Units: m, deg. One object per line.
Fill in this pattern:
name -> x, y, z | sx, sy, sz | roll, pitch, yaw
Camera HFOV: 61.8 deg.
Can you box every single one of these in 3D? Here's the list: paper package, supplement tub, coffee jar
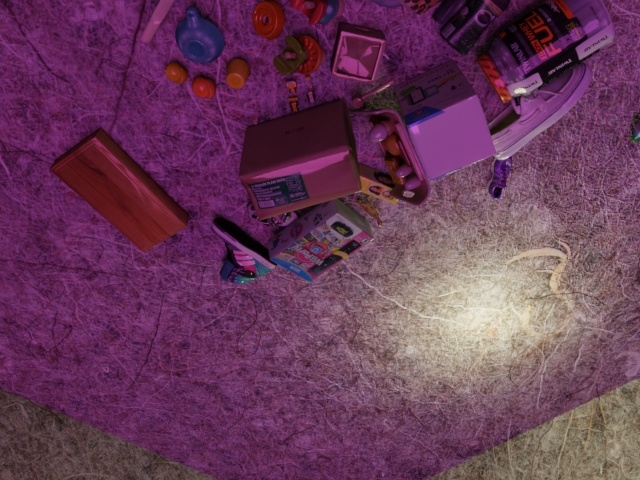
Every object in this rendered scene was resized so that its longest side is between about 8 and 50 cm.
paper package -> -0.055, -0.242, 1.575 | 0.324, 0.310, 0.168 | -14, 128, 9
supplement tub -> 0.604, -0.529, 1.459 | 0.315, 0.194, 0.193 | -33, 123, 21
coffee jar -> 0.421, -0.607, 1.457 | 0.096, 0.079, 0.184 | 25, 124, -30

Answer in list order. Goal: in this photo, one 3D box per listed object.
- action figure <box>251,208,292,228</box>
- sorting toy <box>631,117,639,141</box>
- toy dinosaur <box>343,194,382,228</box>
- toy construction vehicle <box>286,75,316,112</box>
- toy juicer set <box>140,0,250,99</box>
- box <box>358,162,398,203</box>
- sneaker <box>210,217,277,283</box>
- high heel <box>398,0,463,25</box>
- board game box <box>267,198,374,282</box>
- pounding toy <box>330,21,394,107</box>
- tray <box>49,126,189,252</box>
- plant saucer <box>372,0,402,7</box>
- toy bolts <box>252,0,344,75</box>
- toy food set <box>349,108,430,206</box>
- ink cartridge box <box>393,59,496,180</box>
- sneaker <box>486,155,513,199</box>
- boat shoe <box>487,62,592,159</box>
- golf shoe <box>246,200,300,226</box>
action figure -> -0.104, -0.150, 1.748 | 0.284, 0.186, 0.099 | -28, 157, 0
sorting toy -> 1.178, -0.347, 1.718 | 0.364, 0.127, 0.126 | -1, 158, 1
toy dinosaur -> 0.157, -0.115, 1.827 | 0.183, 0.093, 0.053 | 34, 119, -26
toy construction vehicle -> -0.057, -0.439, 1.599 | 0.085, 0.035, 0.098 | -6, 127, 16
toy juicer set -> -0.363, -0.533, 1.476 | 0.209, 0.090, 0.329 | -18, 137, 27
box -> 0.156, -0.200, 1.766 | 0.232, 0.087, 0.058 | 17, 128, -18
sneaker -> -0.317, 0.055, 1.924 | 0.178, 0.124, 0.295 | -41, 122, 15
high heel -> 0.296, -0.666, 1.357 | 0.261, 0.093, 0.186 | -1, 142, -44
board game box -> 0.000, 0.000, 1.879 | 0.303, 0.098, 0.224 | -34, 137, 24
pounding toy -> 0.120, -0.490, 1.524 | 0.180, 0.094, 0.206 | 8, 128, -9
tray -> -0.650, -0.152, 1.765 | 0.202, 0.076, 0.411 | -28, 124, 18
plant saucer -> 0.196, -0.705, 1.395 | 0.194, 0.038, 0.195 | -2, 128, -2
toy bolts -> -0.044, -0.591, 1.444 | 0.218, 0.158, 0.228 | 53, 129, 9
toy food set -> 0.197, -0.253, 1.592 | 0.092, 0.219, 0.306 | -31, 110, -8
ink cartridge box -> 0.349, -0.349, 1.538 | 0.198, 0.270, 0.197 | -23, 125, 14
sneaker -> 0.608, -0.212, 1.790 | 0.068, 0.071, 0.170 | -1, 128, -2
boat shoe -> 0.617, -0.412, 1.606 | 0.156, 0.136, 0.367 | 30, 131, -21
golf shoe -> -0.160, -0.075, 1.842 | 0.198, 0.094, 0.077 | 17, 125, -18
